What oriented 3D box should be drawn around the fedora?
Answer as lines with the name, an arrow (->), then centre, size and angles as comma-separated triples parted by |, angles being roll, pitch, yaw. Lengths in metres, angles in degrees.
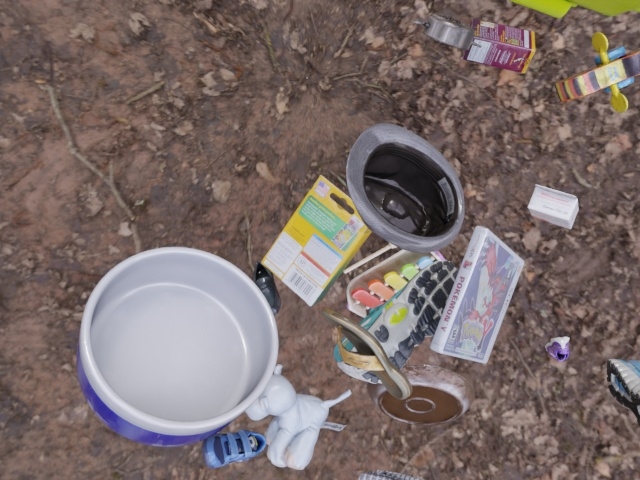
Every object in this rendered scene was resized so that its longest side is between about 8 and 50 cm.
fedora -> 0.152, -0.089, 1.051 | 0.275, 0.124, 0.244 | 28, 65, -13

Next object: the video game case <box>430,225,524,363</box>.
video game case -> 0.244, 0.091, 0.789 | 0.201, 0.023, 0.184 | 24, 86, -51

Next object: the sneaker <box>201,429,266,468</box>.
sneaker -> -0.140, 0.336, 0.854 | 0.059, 0.144, 0.053 | -22, 69, 16

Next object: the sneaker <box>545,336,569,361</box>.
sneaker -> 0.788, 0.370, 1.733 | 0.068, 0.170, 0.071 | -4, 65, 18

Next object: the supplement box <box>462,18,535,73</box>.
supplement box -> 0.519, -0.568, 1.526 | 0.188, 0.104, 0.081 | 14, 142, 3

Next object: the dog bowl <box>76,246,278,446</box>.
dog bowl -> -0.200, 0.146, 0.740 | 0.264, 0.265, 0.104 | 29, 137, -10

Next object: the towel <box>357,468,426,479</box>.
towel -> 0.196, 0.780, 1.406 | 0.121, 0.235, 0.284 | 23, 70, -39

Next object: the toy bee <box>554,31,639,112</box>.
toy bee -> 0.736, -0.434, 1.276 | 0.195, 0.162, 0.298 | 45, 110, -3

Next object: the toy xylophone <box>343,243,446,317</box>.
toy xylophone -> 0.201, 0.104, 1.521 | 0.322, 0.081, 0.236 | -37, 145, 22

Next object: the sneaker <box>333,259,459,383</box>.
sneaker -> 0.131, 0.122, 0.879 | 0.275, 0.110, 0.107 | -35, 107, -24

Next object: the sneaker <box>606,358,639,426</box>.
sneaker -> 0.395, 0.184, 0.590 | 0.073, 0.162, 0.063 | -12, 116, 4

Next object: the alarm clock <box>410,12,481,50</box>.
alarm clock -> 0.316, -0.545, 1.344 | 0.192, 0.129, 0.064 | 4, 123, -22

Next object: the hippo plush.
hippo plush -> -0.109, 0.515, 1.526 | 0.294, 0.234, 0.236 | -22, 127, 35

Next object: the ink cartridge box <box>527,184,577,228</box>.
ink cartridge box -> 0.653, -0.094, 1.468 | 0.115, 0.198, 0.067 | 22, 92, 29

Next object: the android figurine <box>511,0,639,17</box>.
android figurine -> 0.164, -0.209, 0.354 | 0.272, 0.248, 0.056 | 18, 106, -3

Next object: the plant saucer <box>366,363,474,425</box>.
plant saucer -> 0.287, 0.459, 1.511 | 0.310, 0.050, 0.311 | 6, 136, 5

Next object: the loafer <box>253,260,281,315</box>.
loafer -> -0.176, 0.152, 1.650 | 0.076, 0.223, 0.078 | -23, 127, 3

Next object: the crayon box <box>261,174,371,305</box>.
crayon box -> 0.000, 0.000, 1.506 | 0.203, 0.083, 0.323 | 40, 109, 14

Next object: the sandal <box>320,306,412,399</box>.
sandal -> 0.060, 0.165, 0.730 | 0.049, 0.072, 0.180 | -43, 104, -19
